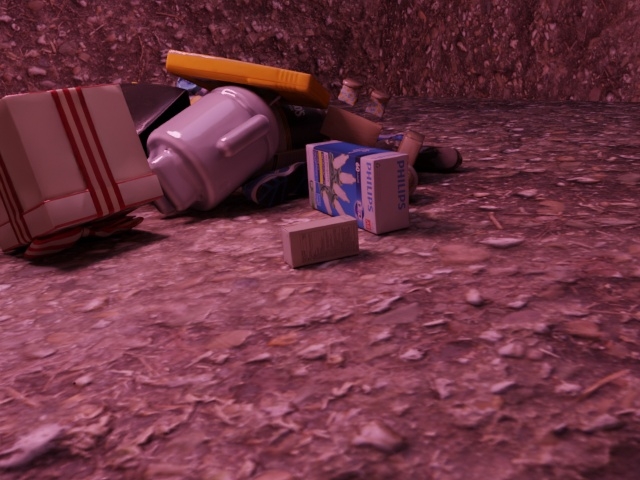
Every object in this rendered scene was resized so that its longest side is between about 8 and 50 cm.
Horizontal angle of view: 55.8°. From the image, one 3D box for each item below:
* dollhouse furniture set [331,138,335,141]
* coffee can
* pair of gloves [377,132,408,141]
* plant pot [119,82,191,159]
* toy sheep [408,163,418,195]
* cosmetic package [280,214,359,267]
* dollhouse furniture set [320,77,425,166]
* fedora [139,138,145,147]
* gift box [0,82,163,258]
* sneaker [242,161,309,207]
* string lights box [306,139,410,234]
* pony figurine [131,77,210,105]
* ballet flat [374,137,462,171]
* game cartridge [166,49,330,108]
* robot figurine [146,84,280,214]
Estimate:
[{"bbox_3d":[-0.075,-0.370,1.845,0.303,0.174,0.355,-2,9,-23],"label":"dollhouse furniture set"},{"bbox_3d":[-0.139,-0.269,1.597,0.275,0.202,0.201,-13,19,-25],"label":"coffee can"},{"bbox_3d":[0.234,-0.352,2.072,0.159,0.023,0.198,-16,21,-33],"label":"pair of gloves"},{"bbox_3d":[-0.410,-0.247,1.372,0.166,0.188,0.188,24,56,15],"label":"plant pot"},{"bbox_3d":[0.157,-0.123,1.258,0.091,0.091,0.132,-8,12,-11],"label":"toy sheep"},{"bbox_3d":[0.000,0.000,0.938,0.115,0.060,0.041,-9,17,-21],"label":"cosmetic package"},{"bbox_3d":[0.117,-0.242,1.448,0.241,0.212,0.161,23,21,4],"label":"dollhouse furniture set"},{"bbox_3d":[-0.534,-0.216,1.600,0.333,0.153,0.334,0,21,0],"label":"fedora"},{"bbox_3d":[-0.471,-0.116,1.121,0.255,0.258,0.276,-24,6,-43],"label":"gift box"},{"bbox_3d":[-0.082,-0.133,1.350,0.081,0.080,0.211,14,25,42],"label":"sneaker"},{"bbox_3d":[0.065,-0.108,1.143,0.076,0.134,0.259,-12,18,-25],"label":"string lights box"},{"bbox_3d":[-0.390,-0.405,1.853,0.363,0.303,0.351,2,11,-8],"label":"pony figurine"},{"bbox_3d":[0.246,-0.216,1.554,0.249,0.084,0.058,9,4,33],"label":"ballet flat"},{"bbox_3d":[-0.152,-0.363,1.405,0.323,0.053,0.285,13,6,9],"label":"game cartridge"},{"bbox_3d":[-0.228,-0.202,1.306,0.299,0.200,0.353,-1,37,51],"label":"robot figurine"}]
